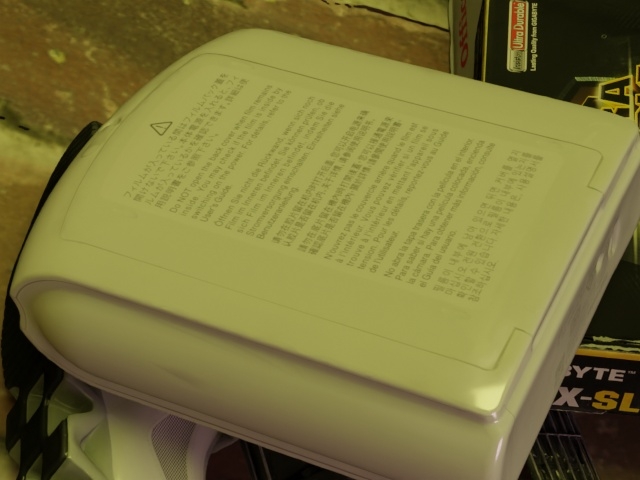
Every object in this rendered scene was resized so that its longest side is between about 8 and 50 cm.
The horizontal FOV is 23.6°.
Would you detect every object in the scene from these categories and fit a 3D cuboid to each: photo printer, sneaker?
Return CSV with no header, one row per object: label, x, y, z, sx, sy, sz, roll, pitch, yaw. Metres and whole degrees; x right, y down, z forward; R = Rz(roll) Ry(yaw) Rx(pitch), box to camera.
photo printer,0.000,0.000,0.857,0.307,0.107,0.256,16,48,20
sneaker,-0.117,0.075,0.962,0.146,0.122,0.330,15,50,-27

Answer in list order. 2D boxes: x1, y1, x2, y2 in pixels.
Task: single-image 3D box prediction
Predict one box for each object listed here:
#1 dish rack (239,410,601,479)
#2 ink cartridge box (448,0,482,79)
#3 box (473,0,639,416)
dish rack,0.078,0.146,0.953,0.271,0.074,0.208,9,54,-45
ink cartridge box,0.207,-0.263,1.163,0.129,0.307,0.223,11,53,-11
box,0.225,-0.034,1.000,0.257,0.079,0.322,7,51,2
